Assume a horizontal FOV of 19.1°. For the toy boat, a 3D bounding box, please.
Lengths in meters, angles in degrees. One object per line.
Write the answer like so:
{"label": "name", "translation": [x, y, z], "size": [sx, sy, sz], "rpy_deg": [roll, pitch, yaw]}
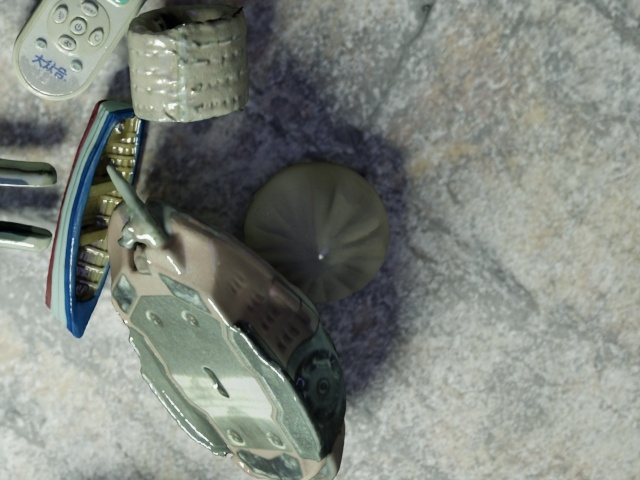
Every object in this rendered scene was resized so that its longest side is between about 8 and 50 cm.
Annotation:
{"label": "toy boat", "translation": [-0.212, -0.020, 1.752], "size": [0.046, 0.080, 0.228], "rpy_deg": [25, 112, 22]}

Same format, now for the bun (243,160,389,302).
{"label": "bun", "translation": [0.000, 0.000, 1.763], "size": [0.138, 0.094, 0.138], "rpy_deg": [-3, 111, -8]}

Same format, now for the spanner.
{"label": "spanner", "translation": [-0.403, -0.048, 1.729], "size": [0.325, 0.040, 0.095], "rpy_deg": [6, 109, -3]}

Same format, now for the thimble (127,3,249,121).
{"label": "thimble", "translation": [-0.117, -0.160, 1.684], "size": [0.102, 0.115, 0.090], "rpy_deg": [4, 110, 15]}

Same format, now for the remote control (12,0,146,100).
{"label": "remote control", "translation": [-0.196, -0.223, 1.692], "size": [0.078, 0.042, 0.221], "rpy_deg": [32, 102, -14]}

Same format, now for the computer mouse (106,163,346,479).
{"label": "computer mouse", "translation": [-0.087, 0.069, 1.741], "size": [0.199, 0.115, 0.389], "rpy_deg": [-4, 125, 43]}
